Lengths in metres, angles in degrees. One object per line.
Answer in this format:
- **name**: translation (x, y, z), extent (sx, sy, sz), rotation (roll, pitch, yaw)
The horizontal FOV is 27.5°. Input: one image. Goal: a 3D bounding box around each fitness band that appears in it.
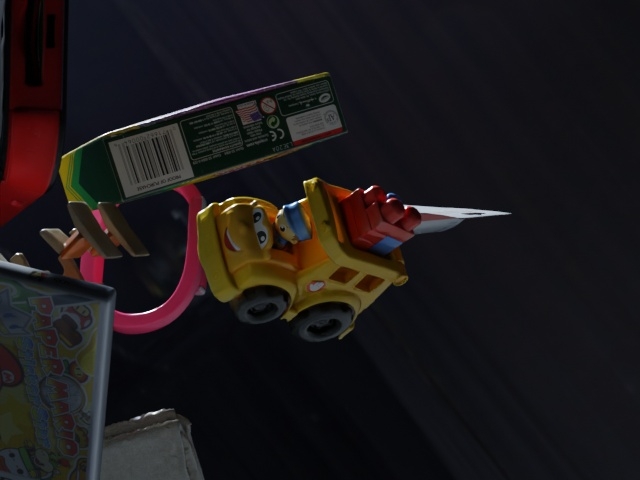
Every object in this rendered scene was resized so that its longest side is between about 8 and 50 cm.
- **fitness band**: translation (-0.284, 0.013, 2.121), extent (0.209, 0.290, 0.054), rotation (-4, -24, 13)

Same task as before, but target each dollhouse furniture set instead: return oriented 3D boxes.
- **dollhouse furniture set**: translation (-0.369, 0.086, 1.694), extent (0.262, 0.135, 0.259), rotation (-43, -13, 16)

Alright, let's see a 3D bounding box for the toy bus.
- **toy bus**: translation (0.000, 0.000, 1.497), extent (0.220, 0.149, 0.211), rotation (19, -43, -41)

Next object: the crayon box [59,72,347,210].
- **crayon box**: translation (-0.189, -0.142, 1.993), extent (0.363, 0.106, 0.313), rotation (-19, 4, -23)

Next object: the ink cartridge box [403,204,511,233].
- **ink cartridge box**: translation (0.151, -0.022, 1.796), extent (0.179, 0.045, 0.145), rotation (8, 8, 35)

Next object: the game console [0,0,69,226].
- **game console**: translation (-0.305, -0.222, 1.323), extent (0.060, 0.386, 0.342), rotation (3, -8, -18)

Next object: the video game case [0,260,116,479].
- **video game case**: translation (-0.277, 0.115, 1.077), extent (0.026, 0.206, 0.227), rotation (-67, -11, -61)

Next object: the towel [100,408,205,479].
- **towel**: translation (-0.281, 0.314, 1.603), extent (0.282, 0.187, 0.049), rotation (-14, 29, -4)
